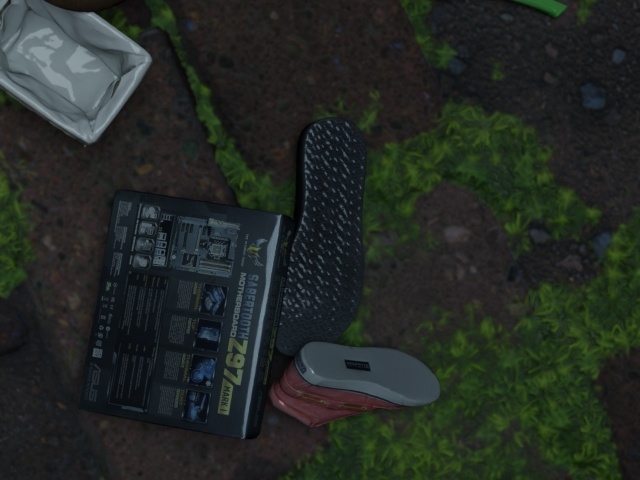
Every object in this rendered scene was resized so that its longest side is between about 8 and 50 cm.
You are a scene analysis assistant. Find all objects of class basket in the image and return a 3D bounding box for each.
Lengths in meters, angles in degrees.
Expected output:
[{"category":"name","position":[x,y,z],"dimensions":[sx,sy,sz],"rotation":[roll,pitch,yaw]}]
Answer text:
[{"category":"basket","position":[-0.268,-0.183,1.737],"dimensions":[0.167,0.103,0.113],"rotation":[35,84,-6]}]

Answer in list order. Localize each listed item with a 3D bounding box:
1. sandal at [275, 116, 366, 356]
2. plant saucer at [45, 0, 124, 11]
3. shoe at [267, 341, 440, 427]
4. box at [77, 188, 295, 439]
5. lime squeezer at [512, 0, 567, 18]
[{"category":"sandal","position":[0.001,0.000,1.797],"dimensions":[0.097,0.054,0.255],"rotation":[14,81,-16]},{"category":"plant saucer","position":[-0.224,-0.322,1.665],"dimensions":[0.198,0.036,0.199],"rotation":[-5,98,-38]},{"category":"shoe","position":[0.034,0.155,1.791],"dimensions":[0.178,0.081,0.063],"rotation":[12,47,-31]},{"category":"box","position":[-0.135,0.074,1.740],"dimensions":[0.183,0.059,0.233],"rotation":[8,87,15]},{"category":"lime squeezer","position":[0.126,-0.331,1.819],"dimensions":[0.110,0.059,0.310],"rotation":[-43,93,-7]}]
